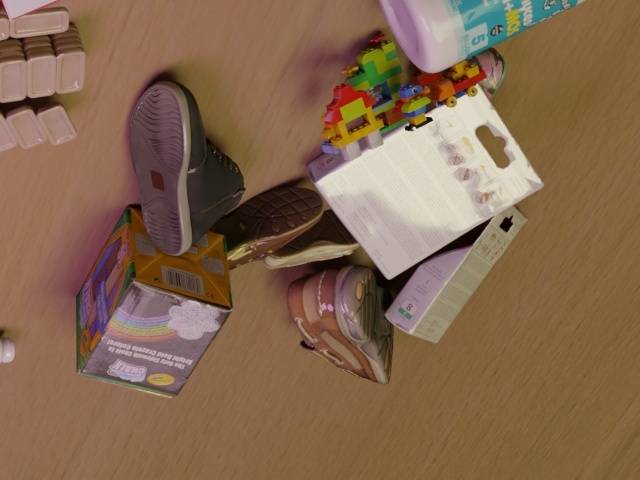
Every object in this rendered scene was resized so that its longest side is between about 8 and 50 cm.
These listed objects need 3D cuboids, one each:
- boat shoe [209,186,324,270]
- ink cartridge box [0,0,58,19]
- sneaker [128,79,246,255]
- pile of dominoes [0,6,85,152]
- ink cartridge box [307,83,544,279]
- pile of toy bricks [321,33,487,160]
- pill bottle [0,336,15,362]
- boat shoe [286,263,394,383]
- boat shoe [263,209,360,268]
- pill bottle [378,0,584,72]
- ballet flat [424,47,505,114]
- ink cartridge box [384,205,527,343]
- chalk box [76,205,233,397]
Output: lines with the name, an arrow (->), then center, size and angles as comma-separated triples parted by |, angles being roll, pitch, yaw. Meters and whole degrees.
boat shoe -> -0.077, -0.010, 2.108 | 0.178, 0.064, 0.060 | -25, 154, 2
ink cartridge box -> -0.254, -0.278, 1.503 | 0.109, 0.150, 0.063 | -25, 144, -10
sneaker -> -0.146, -0.101, 1.925 | 0.118, 0.083, 0.222 | -40, 145, -40
pile of dominoes -> -0.361, -0.158, 1.706 | 0.251, 0.040, 0.196 | -10, 144, -17
ink cartridge box -> 0.129, -0.079, 2.112 | 0.232, 0.066, 0.189 | -34, 124, 6
pile of toy bricks -> 0.074, -0.182, 1.967 | 0.212, 0.118, 0.105 | -28, 110, -24
pill bottle -> -0.406, 0.132, 2.038 | 0.083, 0.043, 0.043 | 0, 137, -40
boat shoe -> 0.031, 0.111, 2.334 | 0.116, 0.123, 0.324 | 0, 156, 13
boat shoe -> 0.000, 0.002, 2.195 | 0.153, 0.056, 0.048 | -17, 155, -19
pill bottle -> 0.200, -0.298, 1.861 | 0.264, 0.146, 0.146 | -27, 148, -8
ballet flat -> 0.158, -0.147, 2.110 | 0.079, 0.077, 0.221 | 0, 135, -21
ink cartridge box -> 0.189, 0.036, 2.376 | 0.225, 0.056, 0.181 | -56, 163, 2
chalk box -> -0.209, 0.090, 2.032 | 0.132, 0.132, 0.213 | 17, 129, -24
